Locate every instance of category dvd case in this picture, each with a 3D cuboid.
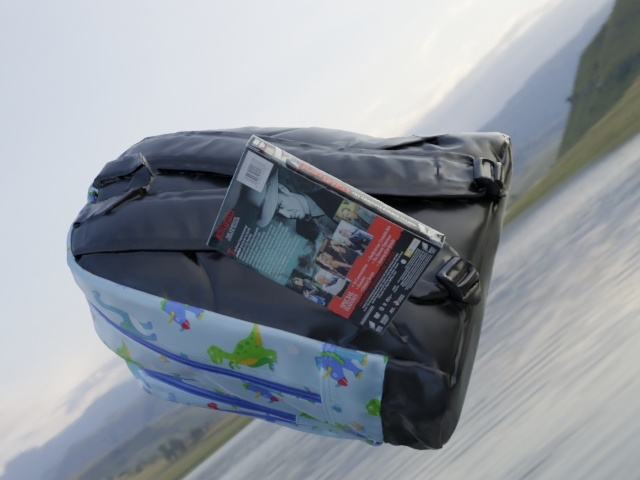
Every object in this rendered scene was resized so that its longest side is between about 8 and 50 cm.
[{"bbox_3d":[0.000,0.000,0.517,0.087,0.119,0.013,-63,2,44],"label":"dvd case"}]

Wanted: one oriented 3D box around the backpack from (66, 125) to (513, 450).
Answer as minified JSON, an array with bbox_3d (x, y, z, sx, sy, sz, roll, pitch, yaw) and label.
[{"bbox_3d":[-0.042,0.026,0.786,0.273,0.355,0.290,98,-172,-51],"label":"backpack"}]
